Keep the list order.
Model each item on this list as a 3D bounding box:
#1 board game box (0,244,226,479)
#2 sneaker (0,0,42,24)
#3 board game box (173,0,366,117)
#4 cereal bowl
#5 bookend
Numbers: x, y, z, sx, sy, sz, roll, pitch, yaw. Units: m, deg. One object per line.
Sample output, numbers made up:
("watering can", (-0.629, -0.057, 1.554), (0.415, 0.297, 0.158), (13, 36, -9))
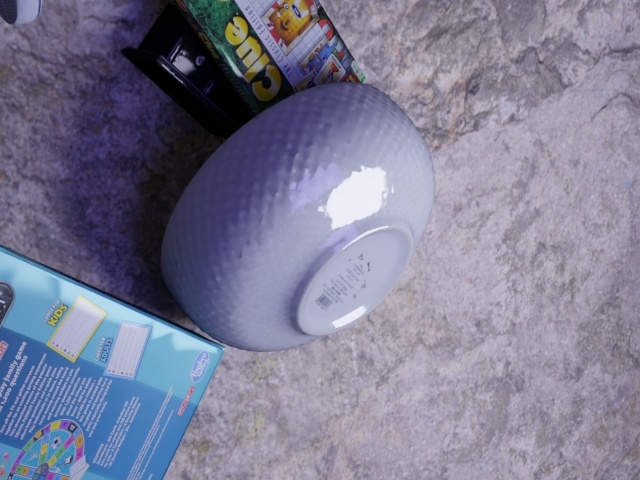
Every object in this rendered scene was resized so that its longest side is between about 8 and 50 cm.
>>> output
("board game box", (-0.290, 0.164, 1.418), (0.336, 0.079, 0.254), (30, 84, -42))
("sneaker", (-0.274, -0.334, 1.264), (0.091, 0.094, 0.258), (-13, 111, -32))
("board game box", (-0.056, -0.223, 1.434), (0.136, 0.030, 0.260), (-48, 128, -17))
("cereal bowl", (0.000, 0.000, 1.485), (0.339, 0.141, 0.339), (-31, 149, -21))
("bookend", (-0.104, -0.214, 1.462), (0.156, 0.072, 0.157), (43, 75, -40))
